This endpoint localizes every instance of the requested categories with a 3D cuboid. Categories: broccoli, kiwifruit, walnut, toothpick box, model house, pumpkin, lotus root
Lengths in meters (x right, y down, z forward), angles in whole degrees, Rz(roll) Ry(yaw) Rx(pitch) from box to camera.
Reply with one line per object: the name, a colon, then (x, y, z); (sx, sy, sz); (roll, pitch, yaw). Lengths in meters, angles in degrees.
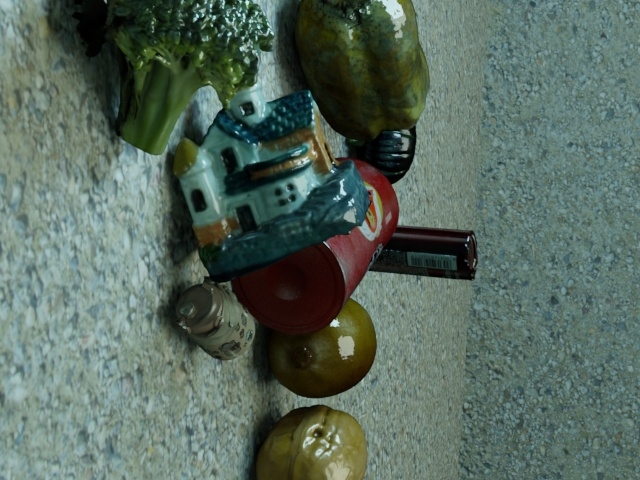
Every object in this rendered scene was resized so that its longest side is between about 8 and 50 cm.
broccoli: (-0.195, -0.226, 1.152); (0.247, 0.263, 0.243); (-3, 127, -39)
kiwifruit: (0.001, 0.193, 1.751); (0.234, 0.196, 0.196); (-19, 112, -67)
walnut: (-0.015, 0.398, 1.742); (0.221, 0.195, 0.195); (-60, 149, -42)
toothpick box: (0.000, 0.000, 1.684); (0.333, 0.204, 0.204); (-49, 140, -60)
model house: (-0.092, -0.122, 1.381); (0.184, 0.253, 0.291); (-65, 135, -74)
pumpkin: (0.145, -0.218, 2.132); (0.194, 0.150, 0.194); (16, 90, -75)
lotus root: (0.076, -0.360, 1.765); (0.346, 0.250, 0.250); (68, 32, -59)

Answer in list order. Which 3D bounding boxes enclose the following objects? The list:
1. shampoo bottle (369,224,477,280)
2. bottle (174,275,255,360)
shampoo bottle: (0.148, 0.018, 1.928); (0.129, 0.323, 0.084); (66, 34, -52)
bottle: (-0.159, 0.111, 1.413); (0.152, 0.099, 0.099); (57, 42, -59)
